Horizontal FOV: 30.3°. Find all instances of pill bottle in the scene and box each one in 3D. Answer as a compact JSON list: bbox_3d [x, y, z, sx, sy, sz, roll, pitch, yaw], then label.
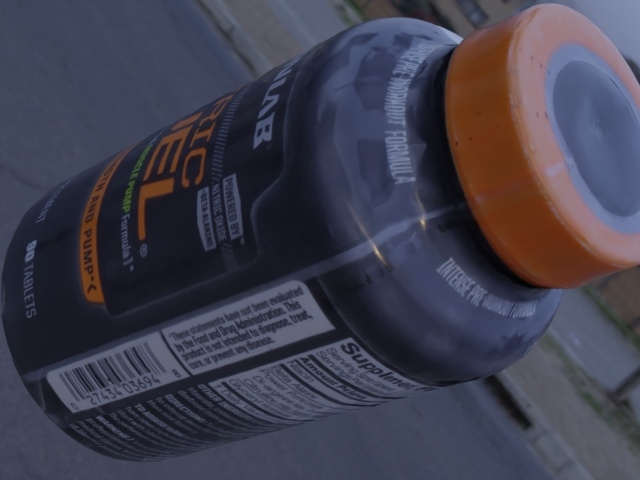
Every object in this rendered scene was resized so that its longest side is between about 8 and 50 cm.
[{"bbox_3d":[0.000,0.000,0.438,0.130,0.245,0.130,23,57,-41],"label":"pill bottle"}]
